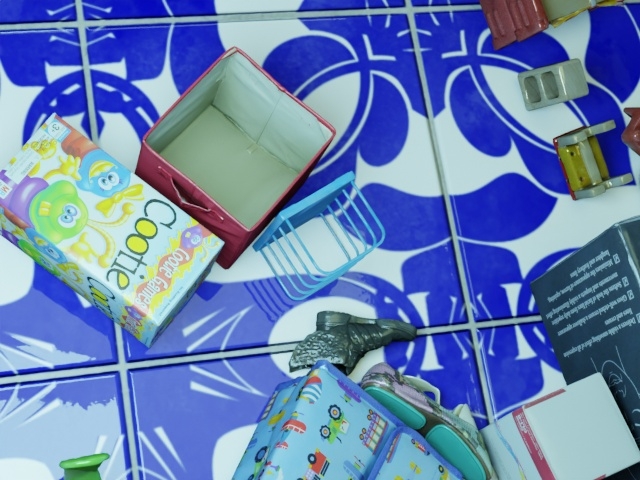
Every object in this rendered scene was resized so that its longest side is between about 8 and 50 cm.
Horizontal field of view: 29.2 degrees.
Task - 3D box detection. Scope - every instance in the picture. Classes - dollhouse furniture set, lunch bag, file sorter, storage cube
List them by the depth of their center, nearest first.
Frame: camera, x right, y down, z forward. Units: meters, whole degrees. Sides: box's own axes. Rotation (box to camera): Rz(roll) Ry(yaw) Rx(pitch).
[{"bbox_3d":[0.044,0.336,1.583,0.293,0.138,0.221,36,54,-13],"label":"lunch bag"},{"bbox_3d":[-0.123,-0.104,1.642,0.183,0.193,0.215,40,69,1],"label":"storage cube"},{"bbox_3d":[0.000,0.000,1.653,0.118,0.170,0.104,-32,85,-21],"label":"file sorter"},{"bbox_3d":[0.398,-0.266,1.870,0.201,0.152,0.374,-21,96,-20],"label":"dollhouse furniture set"}]

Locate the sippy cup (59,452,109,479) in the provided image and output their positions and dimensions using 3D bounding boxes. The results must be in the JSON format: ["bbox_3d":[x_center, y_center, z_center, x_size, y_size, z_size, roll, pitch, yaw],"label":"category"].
[{"bbox_3d":[-0.249,0.419,1.430,0.305,0.224,0.240,44,69,2],"label":"sippy cup"}]

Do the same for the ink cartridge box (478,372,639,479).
[{"bbox_3d":[0.315,0.273,1.642,0.128,0.176,0.127,-21,76,-20],"label":"ink cartridge box"}]

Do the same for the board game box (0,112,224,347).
[{"bbox_3d":[-0.284,-0.009,1.598,0.275,0.144,0.142,37,69,0],"label":"board game box"}]

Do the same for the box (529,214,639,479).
[{"bbox_3d":[0.488,0.176,1.651,0.211,0.293,0.396,-14,77,-17],"label":"box"}]

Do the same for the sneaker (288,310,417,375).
[{"bbox_3d":[0.045,0.148,1.683,0.170,0.051,0.089,10,71,-6],"label":"sneaker"}]

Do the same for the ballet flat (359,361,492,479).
[{"bbox_3d":[0.155,0.239,1.674,0.221,0.077,0.079,36,49,0],"label":"ballet flat"}]
